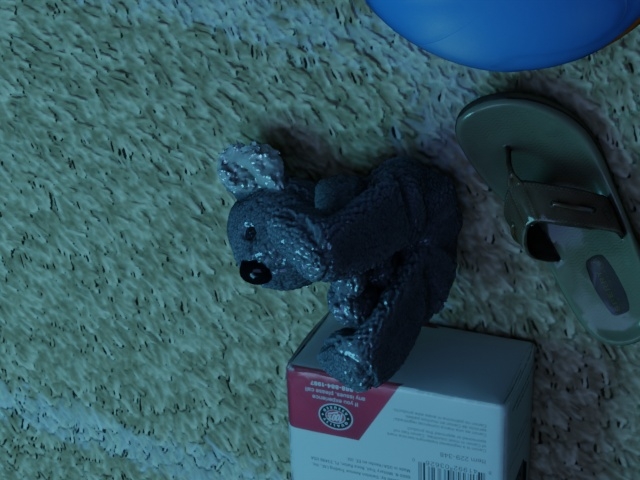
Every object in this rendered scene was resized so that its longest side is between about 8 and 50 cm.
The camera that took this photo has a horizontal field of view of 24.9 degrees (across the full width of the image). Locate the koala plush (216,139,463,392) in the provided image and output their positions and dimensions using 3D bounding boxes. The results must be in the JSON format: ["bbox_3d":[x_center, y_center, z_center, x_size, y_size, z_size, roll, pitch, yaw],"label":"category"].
[{"bbox_3d":[0.000,0.000,1.378,0.221,0.203,0.196,12,136,41],"label":"koala plush"}]

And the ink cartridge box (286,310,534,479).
[{"bbox_3d":[0.093,0.242,1.472,0.226,0.131,0.306,9,121,18],"label":"ink cartridge box"}]

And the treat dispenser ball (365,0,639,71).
[{"bbox_3d":[0.145,-0.269,1.078,0.288,0.288,0.288,10,120,18],"label":"treat dispenser ball"}]

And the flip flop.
[{"bbox_3d":[0.218,-0.013,1.311,0.112,0.080,0.277,-23,106,31],"label":"flip flop"}]
